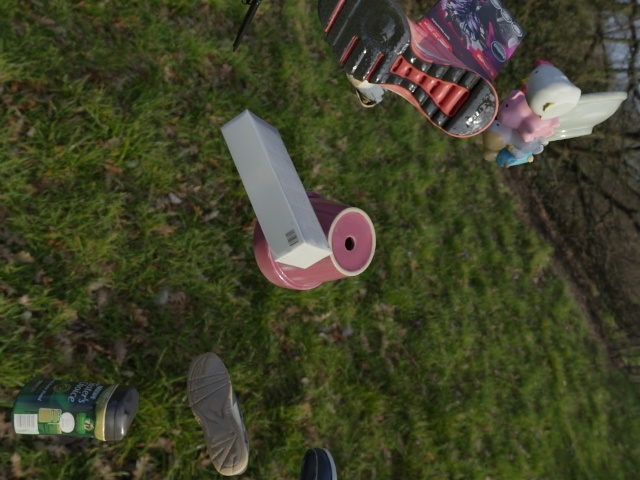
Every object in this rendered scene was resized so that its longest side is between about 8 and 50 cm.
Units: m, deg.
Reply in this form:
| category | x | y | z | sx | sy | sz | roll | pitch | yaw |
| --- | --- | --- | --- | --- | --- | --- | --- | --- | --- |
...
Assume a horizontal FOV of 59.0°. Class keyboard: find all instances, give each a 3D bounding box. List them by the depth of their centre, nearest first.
| category | x | y | z | sx | sy | sz | roll | pitch | yaw |
| --- | --- | --- | --- | --- | --- | --- | --- | --- | --- |
| keyboard | -0.144 | -0.461 | 1.122 | 0.038 | 0.192 | 0.100 | 28 | 69 | -17 |

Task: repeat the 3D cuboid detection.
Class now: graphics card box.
| category | x | y | z | sx | sy | sz | roll | pitch | yaw |
| --- | --- | --- | --- | --- | --- | --- | --- | --- | --- |
| graphics card box | 0.363 | -0.506 | 1.419 | 0.233 | 0.094 | 0.371 | 47 | 52 | -10 |

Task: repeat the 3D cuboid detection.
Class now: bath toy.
| category | x | y | z | sx | sy | sz | roll | pitch | yaw |
| --- | --- | --- | --- | --- | --- | --- | --- | --- | --- |
| bath toy | 0.479 | -0.294 | 1.334 | 0.348 | 0.151 | 0.129 | 93 | -15 | -73 |

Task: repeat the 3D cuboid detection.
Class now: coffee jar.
| category | x | y | z | sx | sy | sz | roll | pitch | yaw |
| --- | --- | --- | --- | --- | --- | --- | --- | --- | --- |
| coffee jar | -0.403 | 0.281 | 0.945 | 0.096 | 0.184 | 0.079 | -101 | -163 | -77 |

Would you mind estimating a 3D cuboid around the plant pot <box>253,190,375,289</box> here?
| category | x | y | z | sx | sy | sz | roll | pitch | yaw |
| --- | --- | --- | --- | --- | --- | --- | --- | --- | --- |
| plant pot | 0.000 | 0.000 | 1.107 | 0.201 | 0.180 | 0.201 | -1 | 92 | -44 |

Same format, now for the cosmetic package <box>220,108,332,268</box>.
| category | x | y | z | sx | sy | sz | roll | pitch | yaw |
| --- | --- | --- | --- | --- | --- | --- | --- | --- | --- |
| cosmetic package | -0.069 | -0.077 | 0.873 | 0.099 | 0.060 | 0.239 | 18 | 44 | -62 |

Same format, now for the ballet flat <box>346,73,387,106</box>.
| category | x | y | z | sx | sy | sz | roll | pitch | yaw |
| --- | --- | --- | --- | --- | --- | --- | --- | --- | --- |
| ballet flat | 0.133 | -0.422 | 1.505 | 0.106 | 0.107 | 0.316 | 60 | 8 | 1 |

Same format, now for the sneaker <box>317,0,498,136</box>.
| category | x | y | z | sx | sy | sz | roll | pitch | yaw |
| --- | --- | --- | --- | --- | --- | --- | --- | --- | --- |
| sneaker | 0.125 | -0.275 | 0.866 | 0.314 | 0.116 | 0.136 | 36 | 22 | -10 |

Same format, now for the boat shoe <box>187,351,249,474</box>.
| category | x | y | z | sx | sy | sz | roll | pitch | yaw |
| --- | --- | --- | --- | --- | --- | --- | --- | --- | --- |
| boat shoe | -0.231 | 0.397 | 1.292 | 0.092 | 0.102 | 0.285 | 86 | -20 | -59 |

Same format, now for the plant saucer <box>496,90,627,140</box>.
| category | x | y | z | sx | sy | sz | roll | pitch | yaw |
| --- | --- | --- | --- | --- | --- | --- | --- | --- | --- |
| plant saucer | 0.651 | -0.335 | 1.612 | 0.400 | 0.400 | 0.101 | -18 | 101 | -63 |

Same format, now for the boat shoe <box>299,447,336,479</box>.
| category | x | y | z | sx | sy | sz | roll | pitch | yaw |
| --- | --- | --- | --- | --- | --- | --- | --- | --- | --- |
| boat shoe | -0.028 | 0.465 | 0.956 | 0.079 | 0.095 | 0.255 | 22 | 42 | -13 |
